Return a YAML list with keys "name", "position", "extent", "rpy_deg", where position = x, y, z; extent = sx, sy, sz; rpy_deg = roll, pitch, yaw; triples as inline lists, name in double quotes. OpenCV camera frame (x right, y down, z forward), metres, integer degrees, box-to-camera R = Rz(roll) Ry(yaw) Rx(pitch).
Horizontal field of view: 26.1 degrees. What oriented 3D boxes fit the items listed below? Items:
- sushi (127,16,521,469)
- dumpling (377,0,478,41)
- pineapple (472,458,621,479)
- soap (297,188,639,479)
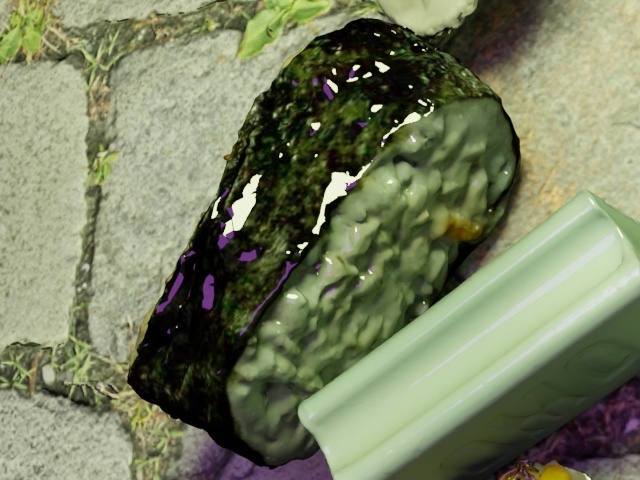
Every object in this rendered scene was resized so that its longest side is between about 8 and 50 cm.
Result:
- name: "sushi"
  position: [0.000, 0.000, 1.072]
  extent: [0.171, 0.211, 0.350]
  rpy_deg: [32, 91, 39]
- name: "dumpling"
  position: [0.105, -0.242, 1.103]
  extent: [0.247, 0.142, 0.173]
  rpy_deg: [12, 85, 63]
- name: "pineapple"
  position: [0.158, 0.259, 0.980]
  extent: [0.224, 0.076, 0.225]
  rpy_deg: [-7, 76, 29]
- name: "soap"
  position: [0.134, 0.088, 0.987]
  extent: [0.265, 0.160, 0.088]
  rpy_deg: [-39, 62, 19]
